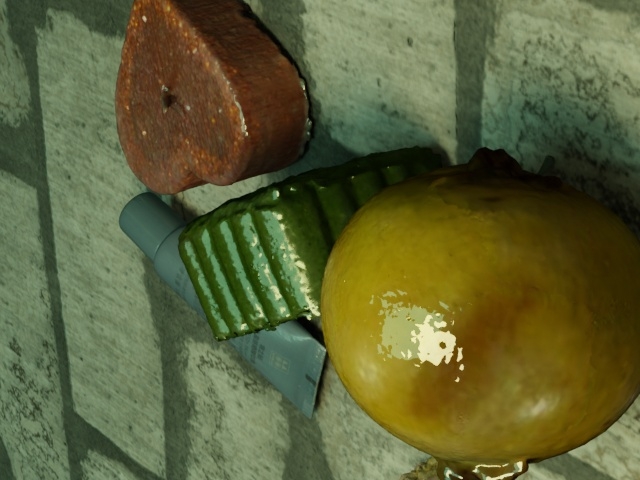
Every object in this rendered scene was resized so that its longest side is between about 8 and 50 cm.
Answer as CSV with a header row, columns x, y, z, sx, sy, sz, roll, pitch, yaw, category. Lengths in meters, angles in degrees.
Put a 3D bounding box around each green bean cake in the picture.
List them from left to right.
x,y,z,sx,sy,sz,roll,pitch,yaw,category
0.000,0.000,1.906,0.247,0.250,0.156,-21,91,56,green bean cake

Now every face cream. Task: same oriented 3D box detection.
x,y,z,sx,sy,sz,roll,pitch,yaw,category
-0.128,0.072,2.287,0.385,0.086,0.136,42,141,28,face cream

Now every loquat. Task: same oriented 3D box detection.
x,y,z,sx,sy,sz,roll,pitch,yaw,category
0.161,0.093,1.659,0.328,0.328,0.359,15,102,52,loquat

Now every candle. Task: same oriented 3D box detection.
x,y,z,sx,sy,sz,roll,pitch,yaw,category
-0.159,-0.197,2.151,0.317,0.131,0.287,-1,103,54,candle

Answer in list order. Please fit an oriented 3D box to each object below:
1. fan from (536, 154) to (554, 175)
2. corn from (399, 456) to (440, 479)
x,y,z,sx,sy,sz,roll,pitch,yaw,category
0.200,-0.026,1.803,0.113,0.005,0.175,39,129,11,fan
0.131,0.418,2.065,0.126,0.126,0.335,33,128,43,corn
